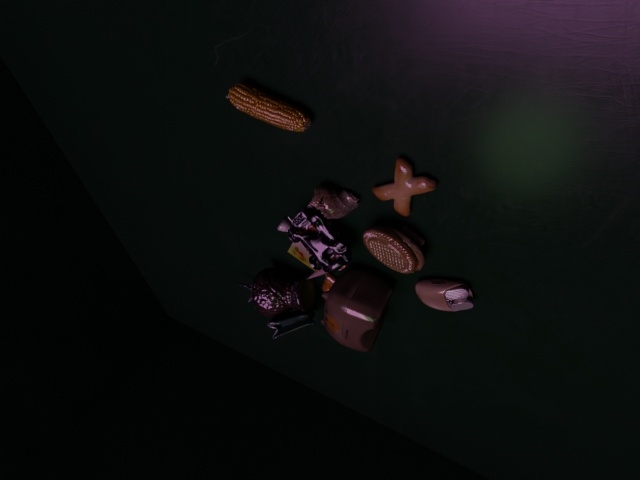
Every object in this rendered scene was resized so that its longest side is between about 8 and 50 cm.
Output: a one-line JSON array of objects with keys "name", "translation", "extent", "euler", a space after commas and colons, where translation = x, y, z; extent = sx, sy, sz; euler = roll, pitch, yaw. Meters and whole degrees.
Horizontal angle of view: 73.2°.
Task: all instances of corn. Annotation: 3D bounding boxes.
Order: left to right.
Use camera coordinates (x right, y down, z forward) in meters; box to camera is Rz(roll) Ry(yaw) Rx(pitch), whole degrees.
[{"name": "corn", "translation": [-0.175, -0.455, 1.504], "extent": [0.313, 0.102, 0.102], "euler": [28, 145, 9]}]

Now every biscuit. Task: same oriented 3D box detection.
[{"name": "biscuit", "translation": [0.282, 0.035, 1.669], "extent": [0.259, 0.079, 0.259], "euler": [36, 161, 15]}, {"name": "biscuit", "translation": [0.283, -0.178, 1.481], "extent": [0.164, 0.047, 0.208], "euler": [37, 146, 0]}]

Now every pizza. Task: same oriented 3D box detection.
[{"name": "pizza", "translation": [0.062, 0.233, 2.169], "extent": [0.178, 0.041, 0.131], "euler": [45, 142, -14]}]

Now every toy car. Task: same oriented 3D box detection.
[{"name": "toy car", "translation": [0.001, 0.000, 1.810], "extent": [0.193, 0.118, 0.301], "euler": [-36, 95, 22]}]

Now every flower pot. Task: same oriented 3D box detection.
[{"name": "flower pot", "translation": [-0.179, 0.274, 2.254], "extent": [0.267, 0.266, 0.266], "euler": [-1, 132, 29]}]

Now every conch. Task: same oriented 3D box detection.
[{"name": "conch", "translation": [0.058, -0.150, 1.691], "extent": [0.207, 0.129, 0.155], "euler": [-6, 167, 17]}]

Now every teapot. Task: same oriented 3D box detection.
[{"name": "teapot", "translation": [-0.152, -0.070, 1.987], "extent": [0.064, 0.064, 0.083], "euler": [33, 115, -9]}]

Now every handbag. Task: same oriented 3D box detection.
[{"name": "handbag", "translation": [-0.147, 0.431, 2.316], "extent": [0.326, 0.239, 0.089], "euler": [19, -127, -86]}]

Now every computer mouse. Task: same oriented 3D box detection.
[{"name": "computer mouse", "translation": [0.494, 0.220, 1.742], "extent": [0.237, 0.082, 0.145], "euler": [2, 133, 41]}]

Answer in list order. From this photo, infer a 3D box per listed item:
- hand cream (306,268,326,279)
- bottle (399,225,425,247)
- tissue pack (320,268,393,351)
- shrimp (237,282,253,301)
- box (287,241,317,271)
[{"name": "hand cream", "translation": [0.007, 0.149, 2.102], "extent": [0.043, 0.067, 0.210], "euler": [56, 141, -3]}, {"name": "bottle", "translation": [0.344, -0.014, 1.623], "extent": [0.096, 0.045, 0.045], "euler": [37, 146, -1]}, {"name": "tissue pack", "translation": [0.159, 0.315, 1.981], "extent": [0.277, 0.267, 0.387], "euler": [26, 146, 17]}, {"name": "shrimp", "translation": [-0.331, 0.335, 2.516], "extent": [0.373, 0.172, 0.137], "euler": [10, 107, 12]}, {"name": "box", "translation": [-0.035, 0.027, 1.989], "extent": [0.175, 0.062, 0.260], "euler": [35, 145, 1]}]
